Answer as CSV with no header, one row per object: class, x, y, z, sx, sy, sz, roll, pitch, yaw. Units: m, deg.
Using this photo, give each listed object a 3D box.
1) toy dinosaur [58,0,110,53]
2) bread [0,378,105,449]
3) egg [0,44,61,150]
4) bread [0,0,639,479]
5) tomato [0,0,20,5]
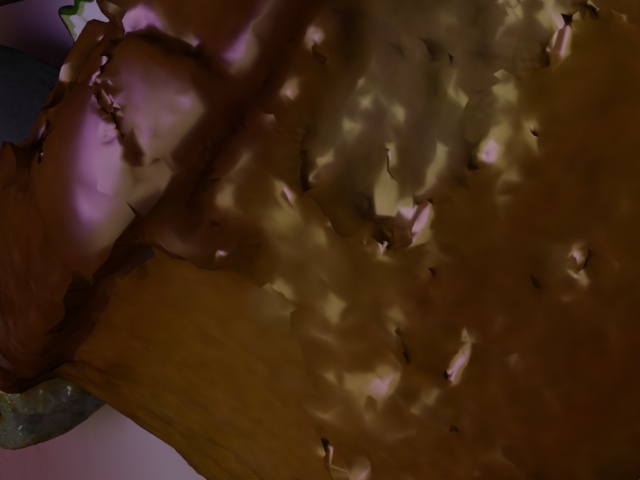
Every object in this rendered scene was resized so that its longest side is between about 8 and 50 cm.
toy dinosaur,-0.051,-0.073,0.948,0.194,0.177,0.152,-11,99,23
bread,-0.199,0.069,1.230,0.110,0.103,0.156,19,132,50
egg,-0.234,-0.041,1.135,0.236,0.169,0.169,1,115,19
bread,0.073,-0.055,0.598,0.215,0.398,0.398,46,142,5
tomato,-0.164,-0.259,0.816,0.317,0.316,0.282,58,-178,7
